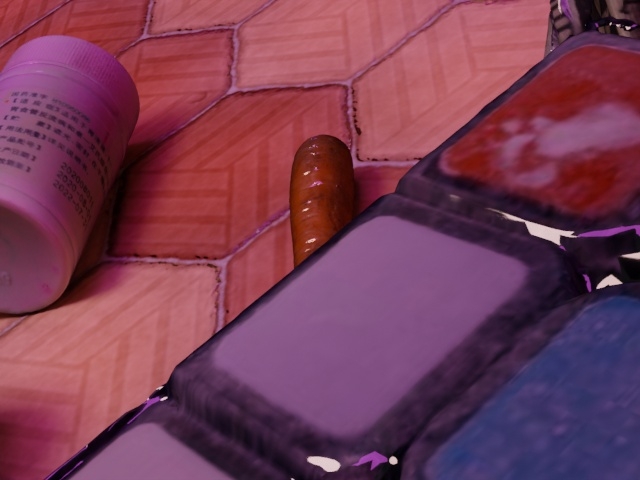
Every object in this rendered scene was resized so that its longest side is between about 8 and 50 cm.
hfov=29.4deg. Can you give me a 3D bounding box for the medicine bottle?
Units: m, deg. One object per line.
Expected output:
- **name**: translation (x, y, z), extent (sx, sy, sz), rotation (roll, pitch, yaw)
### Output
- **medicine bottle**: translation (-0.276, -0.070, 1.173), extent (0.152, 0.152, 0.254), rotation (-13, 38, 21)

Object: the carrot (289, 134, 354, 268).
- **carrot**: translation (0.000, 0.000, 0.983), extent (0.059, 0.059, 0.248), rotation (-17, 39, 16)

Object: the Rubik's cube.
- **Rubik's cube**: translation (0.146, 0.178, 0.395), extent (0.359, 0.363, 0.362), rotation (-42, 32, -22)

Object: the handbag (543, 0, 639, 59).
- **handbag**: translation (0.194, -0.151, 0.729), extent (0.180, 0.416, 0.317), rotation (-17, 35, 0)
